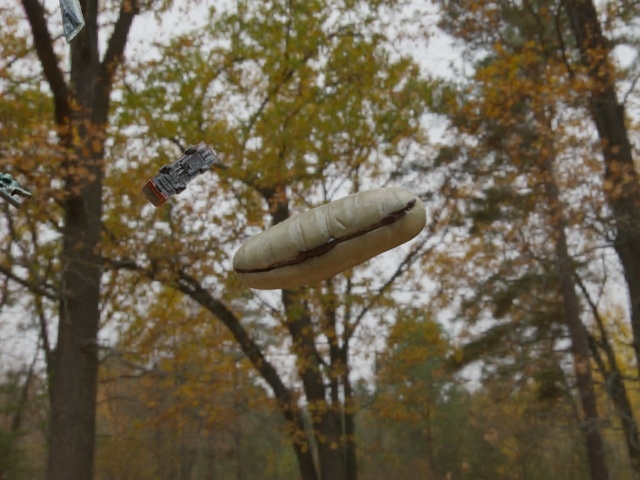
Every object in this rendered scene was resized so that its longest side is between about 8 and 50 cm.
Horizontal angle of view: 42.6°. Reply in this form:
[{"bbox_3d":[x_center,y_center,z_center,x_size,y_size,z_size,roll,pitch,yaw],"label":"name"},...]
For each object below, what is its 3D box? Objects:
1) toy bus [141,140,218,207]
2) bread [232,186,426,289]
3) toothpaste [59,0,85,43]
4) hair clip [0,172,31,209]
[{"bbox_3d":[-0.294,-0.139,1.720,0.077,0.065,0.192,-32,10,44],"label":"toy bus"},{"bbox_3d":[0.001,0.000,0.812,0.214,0.073,0.053,-20,-25,21],"label":"bread"},{"bbox_3d":[-0.503,-0.475,1.642,0.057,0.197,0.035,-35,-35,23],"label":"toothpaste"},{"bbox_3d":[-0.586,-0.110,1.436,0.173,0.049,0.049,29,-23,-5],"label":"hair clip"}]
